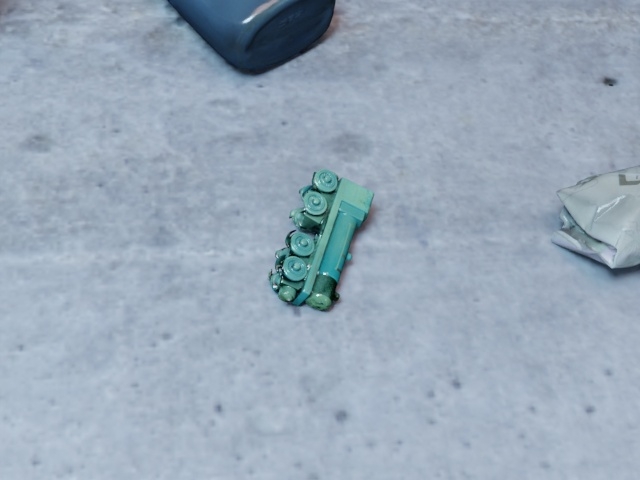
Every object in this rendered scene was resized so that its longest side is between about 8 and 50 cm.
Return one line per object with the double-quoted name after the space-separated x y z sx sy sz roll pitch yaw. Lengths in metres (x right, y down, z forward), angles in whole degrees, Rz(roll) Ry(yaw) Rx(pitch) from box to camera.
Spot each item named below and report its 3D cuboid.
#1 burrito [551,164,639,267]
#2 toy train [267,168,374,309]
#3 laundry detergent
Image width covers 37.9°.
0.244 -0.028 0.581 0.203 0.064 0.064 -12 58 -14 "burrito"
0.000 0.000 0.547 0.045 0.029 0.092 25 58 -10 "toy train"
-0.086 -0.206 0.657 0.096 0.061 0.206 -37 67 -22 "laundry detergent"
